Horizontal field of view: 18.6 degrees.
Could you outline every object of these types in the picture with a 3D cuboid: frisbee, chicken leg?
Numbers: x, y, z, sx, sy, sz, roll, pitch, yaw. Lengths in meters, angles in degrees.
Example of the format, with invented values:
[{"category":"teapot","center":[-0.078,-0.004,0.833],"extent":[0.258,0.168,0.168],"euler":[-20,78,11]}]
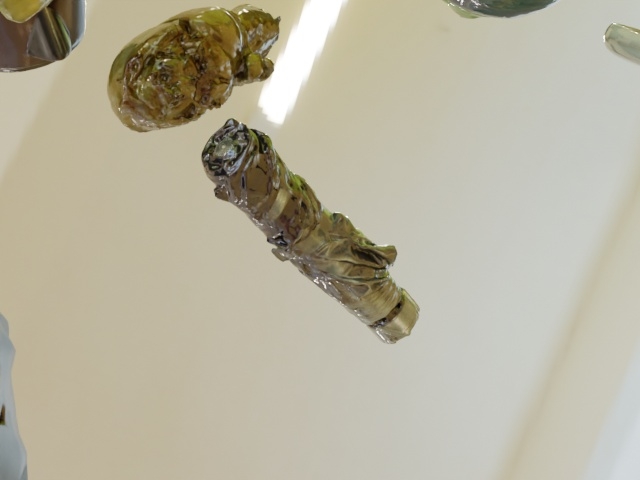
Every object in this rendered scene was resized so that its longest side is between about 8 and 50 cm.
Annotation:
[{"category":"frisbee","center":[0.159,-0.060,0.737],"extent":[0.110,0.110,0.014],"euler":[-2,-68,-63]},{"category":"chicken leg","center":[-0.086,-0.150,1.580],"extent":[0.227,0.103,0.088],"euler":[-32,-90,-52]}]

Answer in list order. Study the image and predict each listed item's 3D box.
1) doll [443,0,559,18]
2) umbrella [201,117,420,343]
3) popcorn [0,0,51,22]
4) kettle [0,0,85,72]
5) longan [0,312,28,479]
[{"category":"doll","center":[0.128,-0.307,1.772],"extent":[0.322,0.186,0.198],"euler":[8,-114,-28]},{"category":"umbrella","center":[0.000,0.000,1.143],"extent":[0.188,0.050,0.046],"euler":[47,-127,-36]},{"category":"popcorn","center":[-0.167,-0.265,1.185],"extent":[0.235,0.250,0.242],"euler":[-57,-34,-32]},{"category":"kettle","center":[-0.278,-0.259,1.600],"extent":[0.144,0.202,0.232],"euler":[-29,-49,-27]},{"category":"longan","center":[-0.328,0.129,1.031],"extent":[0.391,0.391,0.391],"euler":[-42,-39,-46]}]
